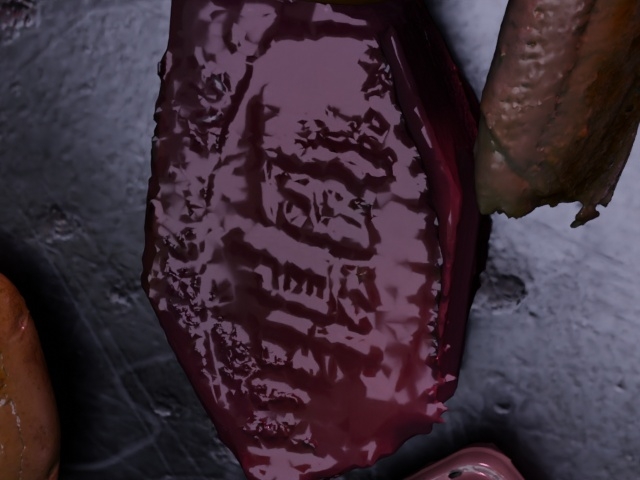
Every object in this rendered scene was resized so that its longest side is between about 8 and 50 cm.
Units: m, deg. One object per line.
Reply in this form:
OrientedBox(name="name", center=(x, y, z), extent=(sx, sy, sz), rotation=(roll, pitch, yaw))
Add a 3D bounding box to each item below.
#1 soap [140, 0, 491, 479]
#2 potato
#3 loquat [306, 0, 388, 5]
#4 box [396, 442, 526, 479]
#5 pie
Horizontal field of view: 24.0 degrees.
OrientedBox(name="soap", center=(0.000, 0.000, 0.829), extent=(0.182, 0.112, 0.289), rotation=(10, 106, 14))
OrientedBox(name="potato", center=(-0.214, 0.092, 0.915), extent=(0.107, 0.080, 0.170), rotation=(-6, 103, 27))
OrientedBox(name="loquat", center=(0.005, -0.228, 0.699), extent=(0.235, 0.235, 0.235), rotation=(3, 104, 12))
OrientedBox(name="box", center=(0.047, 0.225, 0.858), extent=(0.210, 0.129, 0.148), rotation=(-33, 95, 17))
OrientedBox(name="pie", center=(0.147, -0.130, 0.749), extent=(0.068, 0.128, 0.282), rotation=(36, 122, 39))
